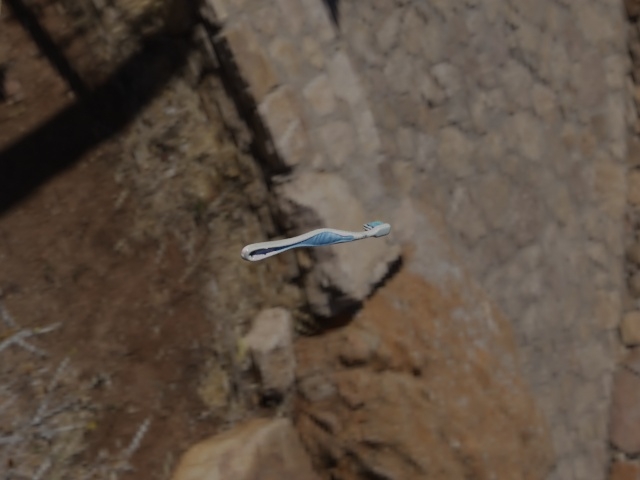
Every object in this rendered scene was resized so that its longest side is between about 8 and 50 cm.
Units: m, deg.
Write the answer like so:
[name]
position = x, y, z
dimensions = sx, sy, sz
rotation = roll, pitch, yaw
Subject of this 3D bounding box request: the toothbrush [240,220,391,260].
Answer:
[toothbrush]
position = 0.000, 0.000, 1.031
dimensions = 0.162, 0.017, 0.014
rotation = -12, 121, -51
